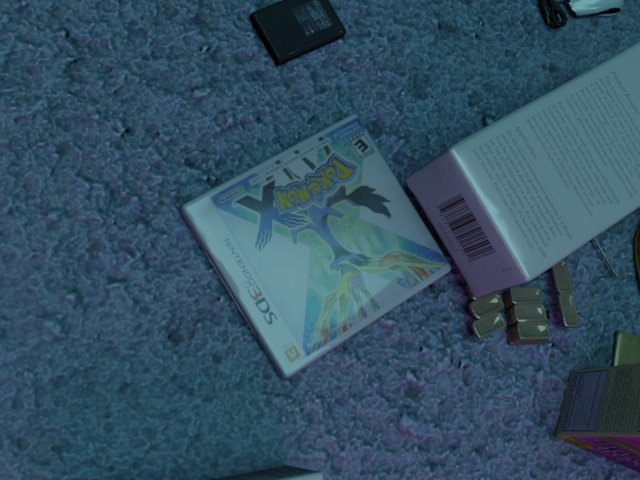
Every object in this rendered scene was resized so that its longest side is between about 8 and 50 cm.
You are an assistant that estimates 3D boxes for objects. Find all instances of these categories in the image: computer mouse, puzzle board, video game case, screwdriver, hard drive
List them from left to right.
[{"bbox_3d":[-0.037,-0.354,1.307,0.135,0.022,0.094,-29,87,-21],"label":"hard drive"},{"bbox_3d":[0.000,0.000,1.229,0.329,0.036,0.299,-31,88,-21],"label":"video game case"},{"bbox_3d":[0.496,-0.457,1.487,0.193,0.042,0.106,-11,80,-19],"label":"computer mouse"},{"bbox_3d":[0.477,-0.008,1.389,0.169,0.024,0.025,57,40,-2],"label":"screwdriver"},{"bbox_3d":[0.557,0.217,1.367,0.128,0.011,0.096,18,74,-12],"label":"puzzle board"}]

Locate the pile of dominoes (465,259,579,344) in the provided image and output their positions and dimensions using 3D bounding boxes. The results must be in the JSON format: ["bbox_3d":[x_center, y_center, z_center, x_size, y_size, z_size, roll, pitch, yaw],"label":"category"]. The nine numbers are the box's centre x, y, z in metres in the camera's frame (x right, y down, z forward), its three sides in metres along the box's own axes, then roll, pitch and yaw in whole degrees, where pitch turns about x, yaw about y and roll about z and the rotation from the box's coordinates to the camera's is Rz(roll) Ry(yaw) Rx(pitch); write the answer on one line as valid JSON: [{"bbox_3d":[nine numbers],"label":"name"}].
[{"bbox_3d":[0.318,0.047,1.330,0.196,0.040,0.251,0,69,-17],"label":"pile of dominoes"}]

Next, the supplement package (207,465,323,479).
[{"bbox_3d":[-0.146,0.402,1.013,0.293,0.177,0.175,-5,80,-19],"label":"supplement package"}]

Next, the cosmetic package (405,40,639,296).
[{"bbox_3d":[0.390,-0.121,1.284,0.453,0.161,0.230,-29,88,-23],"label":"cosmetic package"}]

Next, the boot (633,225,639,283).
[{"bbox_3d":[0.643,-0.039,1.346,0.104,0.211,0.295,16,74,-13],"label":"boot"}]

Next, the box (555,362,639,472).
[{"bbox_3d":[0.527,0.284,1.217,0.214,0.243,0.117,24,72,-11],"label":"box"}]
